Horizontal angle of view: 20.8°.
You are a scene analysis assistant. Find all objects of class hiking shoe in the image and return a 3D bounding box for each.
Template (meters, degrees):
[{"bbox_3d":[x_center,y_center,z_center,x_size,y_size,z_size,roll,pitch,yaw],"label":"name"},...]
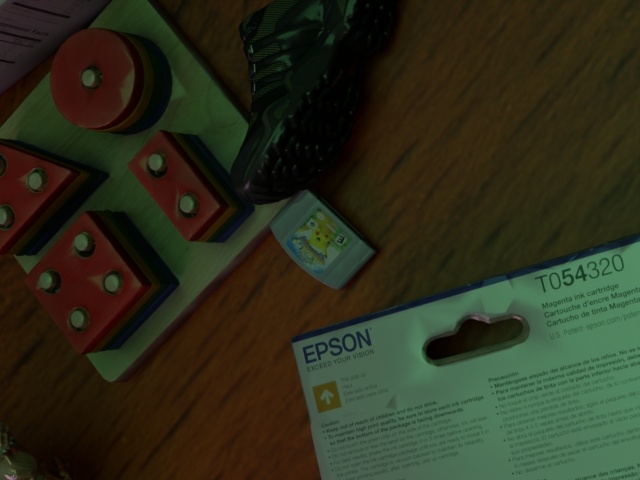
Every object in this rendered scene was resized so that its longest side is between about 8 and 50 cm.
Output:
[{"bbox_3d":[-0.024,-0.138,1.451,0.114,0.086,0.227,23,83,39],"label":"hiking shoe"}]

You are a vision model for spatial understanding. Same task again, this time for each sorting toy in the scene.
[{"bbox_3d":[-0.187,-0.051,1.524,0.257,0.089,0.255,-45,71,19],"label":"sorting toy"}]

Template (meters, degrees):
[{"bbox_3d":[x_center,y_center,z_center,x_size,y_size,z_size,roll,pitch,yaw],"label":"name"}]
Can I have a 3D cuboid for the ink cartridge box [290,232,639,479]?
[{"bbox_3d":[0.160,0.194,1.359,0.324,0.071,0.330,-17,78,26],"label":"ink cartridge box"}]

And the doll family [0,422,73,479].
[{"bbox_3d":[-0.302,0.233,1.535,0.163,0.118,0.263,6,123,-6],"label":"doll family"}]

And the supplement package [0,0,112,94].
[{"bbox_3d":[-0.311,-0.224,1.564,0.244,0.134,0.139,-34,75,22],"label":"supplement package"}]

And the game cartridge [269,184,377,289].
[{"bbox_3d":[0.000,0.000,1.458,0.083,0.017,0.056,43,111,3],"label":"game cartridge"}]
